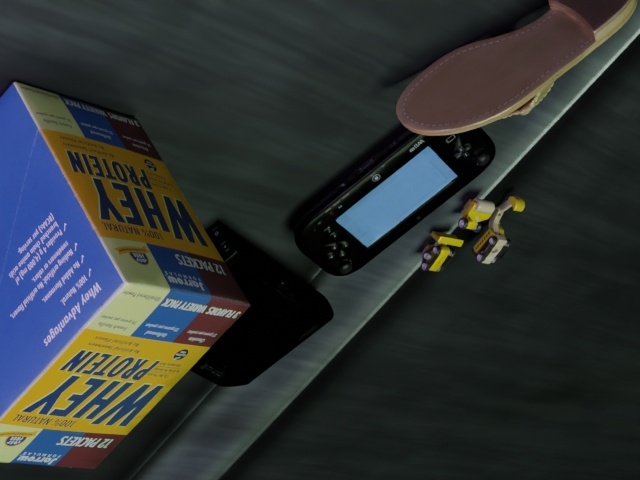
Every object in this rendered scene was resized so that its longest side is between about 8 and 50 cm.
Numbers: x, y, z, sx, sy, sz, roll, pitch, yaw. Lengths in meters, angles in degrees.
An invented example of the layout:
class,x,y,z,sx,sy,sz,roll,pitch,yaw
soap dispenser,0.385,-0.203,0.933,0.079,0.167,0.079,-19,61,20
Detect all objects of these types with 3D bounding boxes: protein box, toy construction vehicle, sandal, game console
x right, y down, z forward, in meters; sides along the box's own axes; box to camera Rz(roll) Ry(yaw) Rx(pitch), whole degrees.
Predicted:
class,x,y,z,sx,sy,sz,roll,pitch,yaw
protein box,-0.200,0.031,1.260,0.200,0.201,0.136,-46,148,21
toy construction vehicle,0.153,-0.010,1.710,0.086,0.035,0.098,7,130,-33
sandal,0.182,-0.144,1.482,0.240,0.088,0.079,-35,144,-7
game console,0.000,0.000,1.563,0.361,0.044,0.213,-39,150,9
